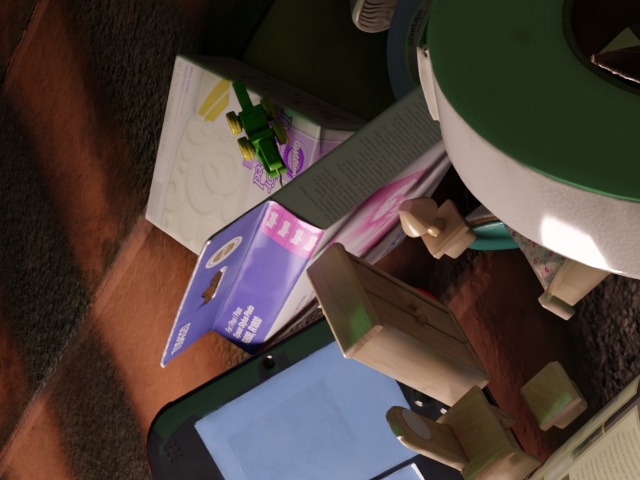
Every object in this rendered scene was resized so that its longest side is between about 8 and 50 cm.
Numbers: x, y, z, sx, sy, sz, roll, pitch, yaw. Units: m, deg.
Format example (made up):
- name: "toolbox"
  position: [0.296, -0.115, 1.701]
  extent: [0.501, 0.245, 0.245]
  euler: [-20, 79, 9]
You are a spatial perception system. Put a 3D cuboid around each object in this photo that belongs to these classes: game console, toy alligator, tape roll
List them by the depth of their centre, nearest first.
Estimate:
- name: "tape roll"
  position: [0.263, -0.128, 0.884]
  extent: [0.392, 0.392, 0.072]
  euler: [43, 157, 42]
- name: "tape roll"
  position: [0.161, -0.203, 1.417]
  extent: [0.189, 0.080, 0.189]
  euler: [2, 92, 51]
- name: "game console"
  position: [0.027, 0.262, 1.429]
  extent: [0.386, 0.060, 0.342]
  euler: [-31, 82, 20]
- name: "toy alligator"
  position: [-0.063, -0.107, 1.581]
  extent: [0.051, 0.056, 0.189]
  euler: [73, 172, -63]

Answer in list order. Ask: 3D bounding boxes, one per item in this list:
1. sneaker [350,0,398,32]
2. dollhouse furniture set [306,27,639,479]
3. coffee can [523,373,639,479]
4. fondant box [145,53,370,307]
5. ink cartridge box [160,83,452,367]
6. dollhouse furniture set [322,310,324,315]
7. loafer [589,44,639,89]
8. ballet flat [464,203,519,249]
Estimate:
- name: "sneaker"
  position: [0.086, -0.350, 1.516]
  extent: [0.222, 0.083, 0.118]
  euler: [-59, 43, 21]
- name: "dollhouse furniture set"
  position: [0.181, -0.010, 1.192]
  extent: [0.355, 0.174, 0.303]
  euler: [-45, 42, 19]
- name: "coffee can"
  position: [0.283, 0.250, 1.176]
  extent: [0.275, 0.201, 0.201]
  euler: [-53, 52, 38]
- name: "fondant box"
  position: [-0.087, -0.084, 1.721]
  extent: [0.330, 0.096, 0.238]
  euler: [30, 114, 46]
- name: "ink cartridge box"
  position: [0.000, 0.000, 1.364]
  extent: [0.071, 0.330, 0.324]
  euler: [46, 153, 10]
- name: "dollhouse furniture set"
  position: [0.015, 0.134, 1.544]
  extent: [0.101, 0.161, 0.182]
  euler: [-27, 71, 49]
- name: "loafer"
  position: [0.288, -0.016, 0.925]
  extent: [0.366, 0.130, 0.134]
  euler: [45, 124, 41]
- name: "ballet flat"
  position: [0.233, -0.038, 1.347]
  extent: [0.221, 0.077, 0.079]
  euler: [-8, 66, 47]
